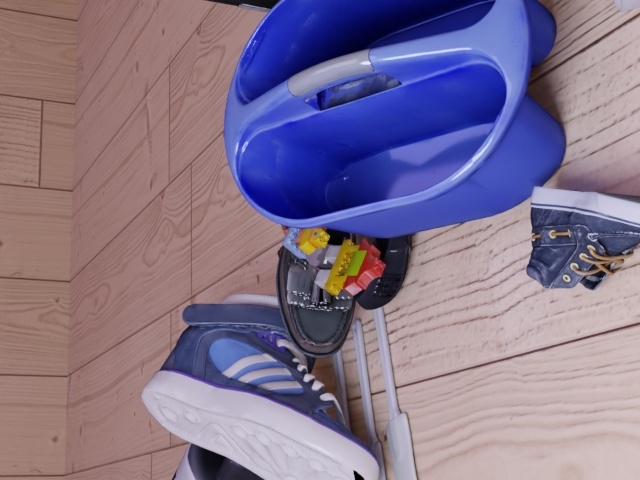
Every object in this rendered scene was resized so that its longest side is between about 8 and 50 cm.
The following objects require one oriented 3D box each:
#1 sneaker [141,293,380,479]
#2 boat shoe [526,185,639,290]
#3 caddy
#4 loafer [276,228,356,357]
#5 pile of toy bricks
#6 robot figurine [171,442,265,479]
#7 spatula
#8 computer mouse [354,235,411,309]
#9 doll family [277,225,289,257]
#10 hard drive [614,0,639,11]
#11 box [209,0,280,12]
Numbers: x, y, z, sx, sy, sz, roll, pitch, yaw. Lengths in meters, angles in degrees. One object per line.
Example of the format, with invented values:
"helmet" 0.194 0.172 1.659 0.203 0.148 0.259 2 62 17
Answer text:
"sneaker" -0.029 0.157 1.299 0.322 0.236 0.130 16 137 30
"boat shoe" 0.225 0.003 0.876 0.183 0.065 0.083 -162 77 -72
"caddy" 0.059 -0.133 1.008 0.341 0.179 0.241 -13 73 38
"loafer" 0.000 0.000 1.284 0.084 0.096 0.268 102 172 -64
"pile of toy bricks" 0.047 -0.055 1.177 0.105 0.118 0.212 -2 57 45
"robot figurine" -0.108 0.336 1.421 0.173 0.209 0.278 37 129 13
"spatula" 0.050 0.194 1.273 0.168 0.019 0.242 129 139 -52
"computer mouse" 0.101 -0.020 1.191 0.071 0.041 0.242 -88 21 -56
"doll family" -0.021 -0.007 1.406 0.111 0.076 0.193 -37 55 53
"hard drive" 0.212 -0.360 0.845 0.203 0.040 0.308 52 -152 -67
"box" 0.031 -0.375 1.138 0.322 0.257 0.079 117 148 -41
